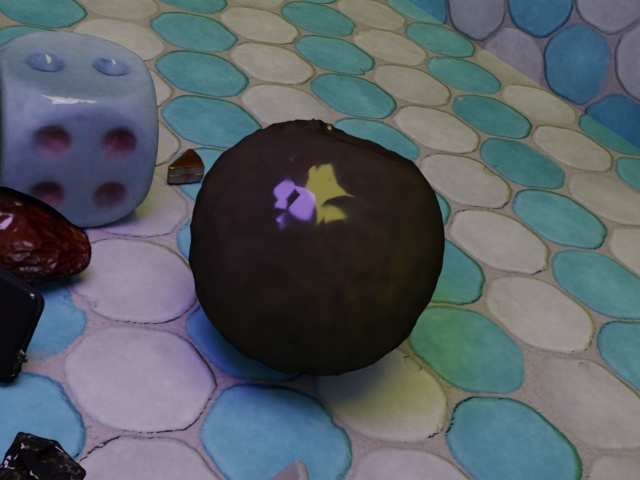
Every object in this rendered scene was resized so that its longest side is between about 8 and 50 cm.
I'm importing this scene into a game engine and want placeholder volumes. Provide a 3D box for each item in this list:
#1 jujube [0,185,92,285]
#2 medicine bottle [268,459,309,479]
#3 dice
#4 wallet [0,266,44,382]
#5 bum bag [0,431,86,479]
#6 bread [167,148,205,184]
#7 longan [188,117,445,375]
[{"bbox_3d":[-0.483,-0.002,1.451,0.236,0.168,0.168,13,31,-38],"label":"jujube"},{"bbox_3d":[-0.073,0.442,0.935,0.236,0.235,0.406,7,36,-14],"label":"medicine bottle"},{"bbox_3d":[-0.446,-0.200,1.633,0.262,0.268,0.264,-2,38,-26],"label":"dice"},{"bbox_3d":[-0.508,0.089,1.322,0.250,0.149,0.044,27,10,18],"label":"wallet"},{"bbox_3d":[-0.374,0.340,1.093,0.102,0.069,0.248,30,50,-6],"label":"bum bag"},{"bbox_3d":[-0.260,-0.144,1.832,0.062,0.043,0.109,19,33,6],"label":"bread"},{"bbox_3d":[-0.007,-0.004,1.455,0.404,0.404,0.436,20,38,4],"label":"longan"}]
